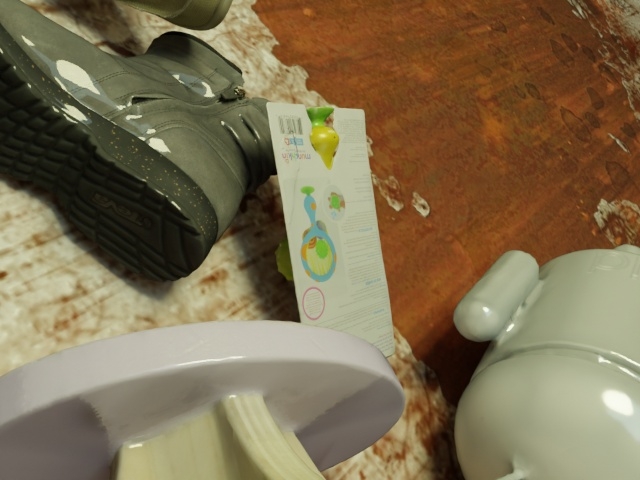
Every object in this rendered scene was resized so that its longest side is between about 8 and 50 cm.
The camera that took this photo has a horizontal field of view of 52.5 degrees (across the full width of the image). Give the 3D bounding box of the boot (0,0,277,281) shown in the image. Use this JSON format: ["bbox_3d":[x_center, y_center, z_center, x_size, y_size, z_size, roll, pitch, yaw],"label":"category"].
[{"bbox_3d":[-0.184,-0.134,0.546,0.338,0.118,0.222,45,37,-13],"label":"boot"}]

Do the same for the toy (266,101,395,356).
[{"bbox_3d":[0.000,0.000,0.585,0.137,0.056,0.237,-10,96,-51],"label":"toy"}]

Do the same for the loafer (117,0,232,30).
[{"bbox_3d":[-0.182,-0.265,0.581,0.269,0.101,0.092,34,29,28],"label":"loafer"}]

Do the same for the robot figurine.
[{"bbox_3d":[0.248,0.141,0.599,0.300,0.199,0.353,43,44,3],"label":"robot figurine"}]

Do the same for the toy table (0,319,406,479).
[{"bbox_3d":[-0.045,0.157,0.352,0.275,0.252,0.160,-3,46,-25],"label":"toy table"}]
